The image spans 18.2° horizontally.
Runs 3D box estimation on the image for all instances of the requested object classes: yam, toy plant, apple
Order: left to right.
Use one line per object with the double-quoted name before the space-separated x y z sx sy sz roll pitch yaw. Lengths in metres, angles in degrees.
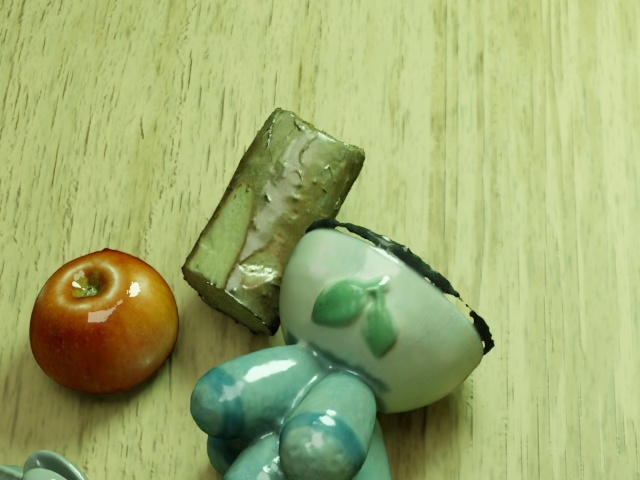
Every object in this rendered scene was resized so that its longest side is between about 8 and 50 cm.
"apple" -0.233 0.086 2.148 0.163 0.139 0.163 -5 56 7
"yam" -0.048 -0.025 2.168 0.129 0.128 0.238 29 82 9
"toy plant" -0.003 0.171 2.013 0.247 0.247 0.332 26 69 25

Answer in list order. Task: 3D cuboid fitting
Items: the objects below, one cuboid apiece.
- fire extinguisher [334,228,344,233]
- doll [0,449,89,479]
"fire extinguisher" 0.000 0.000 2.237 0.132 0.039 0.056 27 53 26
"doll" -0.251 0.311 1.972 0.258 0.153 0.195 11 84 22
